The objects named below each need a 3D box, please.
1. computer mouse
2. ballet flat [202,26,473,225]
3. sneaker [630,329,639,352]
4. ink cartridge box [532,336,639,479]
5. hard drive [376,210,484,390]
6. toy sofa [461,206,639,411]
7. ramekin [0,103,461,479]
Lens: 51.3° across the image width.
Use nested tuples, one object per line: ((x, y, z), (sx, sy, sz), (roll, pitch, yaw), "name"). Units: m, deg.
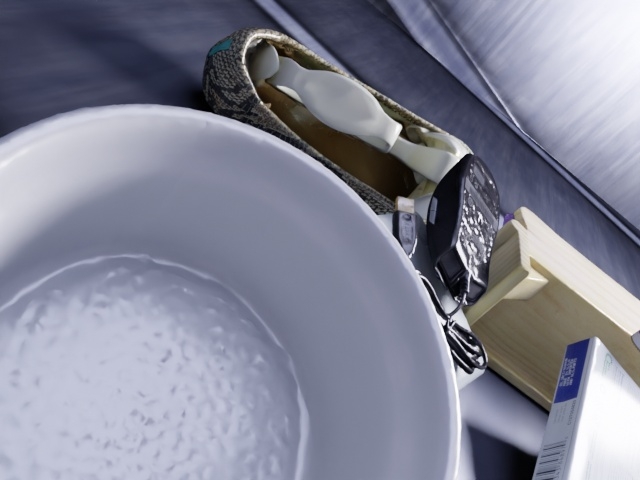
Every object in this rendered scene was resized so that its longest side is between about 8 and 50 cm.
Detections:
((0.123, -0.005, 0.713), (0.184, 0.060, 0.262), (41, 50, -37), "computer mouse")
((0.073, -0.124, 0.880), (0.482, 0.164, 0.182), (28, -8, -21), "ballet flat")
((0.418, 0.127, 0.750), (0.118, 0.067, 0.042), (36, 32, -9), "sneaker")
((0.318, 0.253, 0.691), (0.224, 0.045, 0.223), (46, 46, -10), "ink cartridge box")
((0.054, 0.075, 0.647), (0.307, 0.040, 0.203), (-9, 75, -56), "hard drive")
((0.330, 0.136, 0.854), (0.362, 0.150, 0.177), (36, 30, -8), "toy sofa")
((-0.075, 0.079, 0.351), (0.277, 0.135, 0.277), (17, 54, -24), "ramekin")
